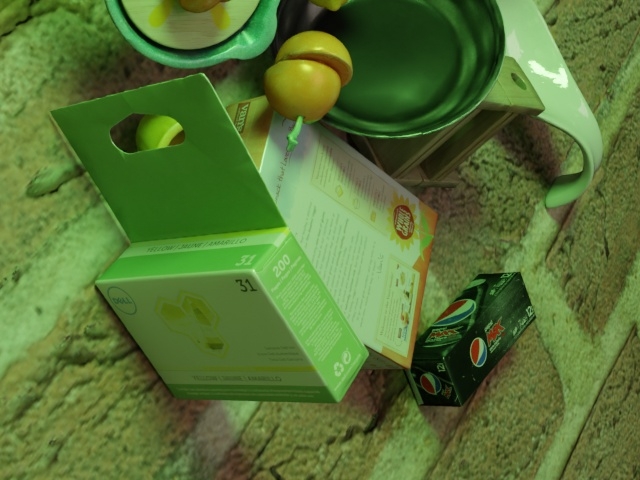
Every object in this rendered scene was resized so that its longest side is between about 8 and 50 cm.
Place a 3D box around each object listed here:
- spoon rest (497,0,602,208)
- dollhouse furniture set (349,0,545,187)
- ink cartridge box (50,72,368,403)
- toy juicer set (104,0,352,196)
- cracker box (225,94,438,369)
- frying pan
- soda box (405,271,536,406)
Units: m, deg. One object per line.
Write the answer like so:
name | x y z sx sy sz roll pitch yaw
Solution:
spoon rest | 0.240 -0.158 1.229 0.276 0.084 0.137 57 48 -29
dollhouse furniture set | 0.095 -0.162 1.064 0.129 0.129 0.183 -1 57 -49
ink cartridge box | -0.090 0.010 0.772 0.056 0.171 0.235 -53 123 -37
toy juicer set | -0.055 -0.199 0.765 0.209 0.089 0.329 -24 123 -21
cracker box | 0.000 0.000 0.954 0.232 0.067 0.155 34 60 -42
frying pan | 0.012 -0.212 0.956 0.197 0.053 0.326 -39 73 -16
soda box | 0.151 0.096 1.124 0.169 0.053 0.060 -40 115 -44
